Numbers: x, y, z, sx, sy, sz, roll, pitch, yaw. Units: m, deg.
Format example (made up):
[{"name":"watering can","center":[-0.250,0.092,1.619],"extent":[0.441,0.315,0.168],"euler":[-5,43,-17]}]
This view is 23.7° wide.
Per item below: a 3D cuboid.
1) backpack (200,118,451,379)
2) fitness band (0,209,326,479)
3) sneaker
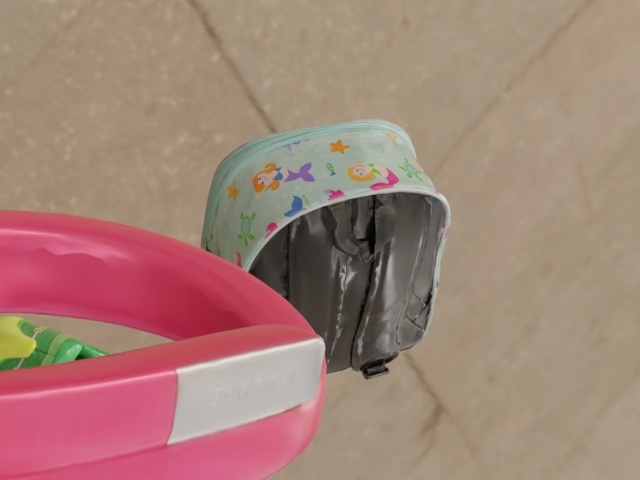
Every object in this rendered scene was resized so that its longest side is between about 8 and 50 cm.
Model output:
[{"name":"backpack","center":[0.000,0.000,1.411],"extent":[0.225,0.191,0.253],"euler":[-12,146,-18]},{"name":"fitness band","center":[-0.125,0.039,0.541],"extent":[0.291,0.209,0.054],"euler":[-5,108,-48]},{"name":"sneaker","center":[-0.165,0.170,1.239],"extent":[0.295,0.123,0.109],"euler":[49,55,-43]}]
